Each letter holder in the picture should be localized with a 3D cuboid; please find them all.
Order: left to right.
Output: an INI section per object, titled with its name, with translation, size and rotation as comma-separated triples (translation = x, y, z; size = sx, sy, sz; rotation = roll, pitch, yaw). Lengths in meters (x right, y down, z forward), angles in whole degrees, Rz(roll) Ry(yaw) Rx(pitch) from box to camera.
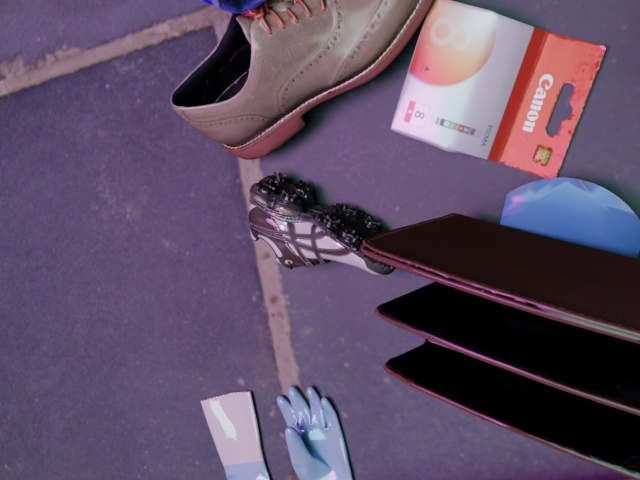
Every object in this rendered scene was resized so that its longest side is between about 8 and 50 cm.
[letter holder]
translation = 0.192, 0.092, 0.581
size = 0.301, 0.214, 0.152
rotation = 17, 106, 32

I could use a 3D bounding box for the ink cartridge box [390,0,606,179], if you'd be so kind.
[ink cartridge box]
translation = 0.176, -0.155, 0.711
size = 0.179, 0.045, 0.146
rotation = 24, 106, 23

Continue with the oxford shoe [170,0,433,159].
[oxford shoe]
translation = -0.015, -0.220, 0.730
size = 0.348, 0.130, 0.123
rotation = -42, 56, 22

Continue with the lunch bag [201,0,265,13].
[lunch bag]
translation = -0.082, -0.459, 0.668
size = 0.328, 0.238, 0.386
rotation = 50, 117, 30

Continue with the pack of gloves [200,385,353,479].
[pack of gloves]
translation = -0.053, 0.302, 0.867
size = 0.195, 0.046, 0.232
rotation = -16, 89, 25

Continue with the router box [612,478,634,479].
[router box]
translation = 0.213, 0.409, 0.685
size = 0.335, 0.082, 0.301
rotation = -15, 90, 23

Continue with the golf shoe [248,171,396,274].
[golf shoe]
translation = 0.000, 0.000, 0.802
size = 0.198, 0.077, 0.094
rotation = 31, 122, 23

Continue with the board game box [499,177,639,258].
[board game box]
translation = 0.246, 0.018, 0.705
size = 0.133, 0.033, 0.169
rotation = 14, 107, 18
